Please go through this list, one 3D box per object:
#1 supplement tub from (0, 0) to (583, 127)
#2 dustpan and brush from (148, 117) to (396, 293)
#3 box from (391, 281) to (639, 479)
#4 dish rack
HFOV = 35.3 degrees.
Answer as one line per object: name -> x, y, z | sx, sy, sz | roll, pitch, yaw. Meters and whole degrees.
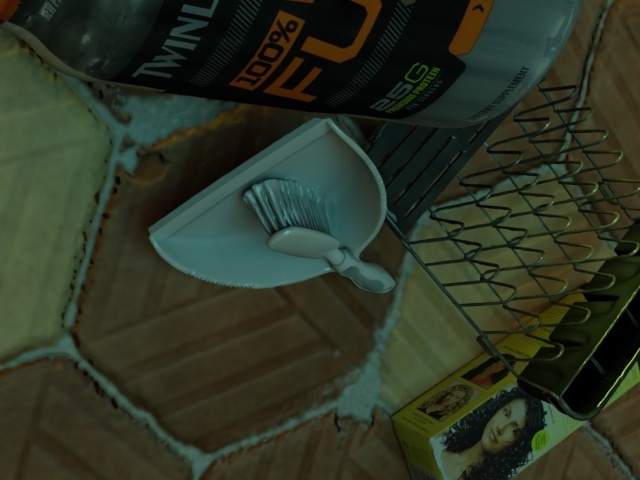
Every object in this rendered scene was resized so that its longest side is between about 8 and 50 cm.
supplement tub -> -0.033, -0.179, 0.559 | 0.338, 0.207, 0.207 | 2, 100, -32
dustpan and brush -> 0.000, 0.000, 0.698 | 0.147, 0.060, 0.211 | -32, 159, 17
box -> 0.174, 0.130, 0.850 | 0.232, 0.058, 0.087 | -31, 116, -23
dish rack -> 0.163, -0.023, 0.770 | 0.271, 0.074, 0.208 | 49, 68, -19
